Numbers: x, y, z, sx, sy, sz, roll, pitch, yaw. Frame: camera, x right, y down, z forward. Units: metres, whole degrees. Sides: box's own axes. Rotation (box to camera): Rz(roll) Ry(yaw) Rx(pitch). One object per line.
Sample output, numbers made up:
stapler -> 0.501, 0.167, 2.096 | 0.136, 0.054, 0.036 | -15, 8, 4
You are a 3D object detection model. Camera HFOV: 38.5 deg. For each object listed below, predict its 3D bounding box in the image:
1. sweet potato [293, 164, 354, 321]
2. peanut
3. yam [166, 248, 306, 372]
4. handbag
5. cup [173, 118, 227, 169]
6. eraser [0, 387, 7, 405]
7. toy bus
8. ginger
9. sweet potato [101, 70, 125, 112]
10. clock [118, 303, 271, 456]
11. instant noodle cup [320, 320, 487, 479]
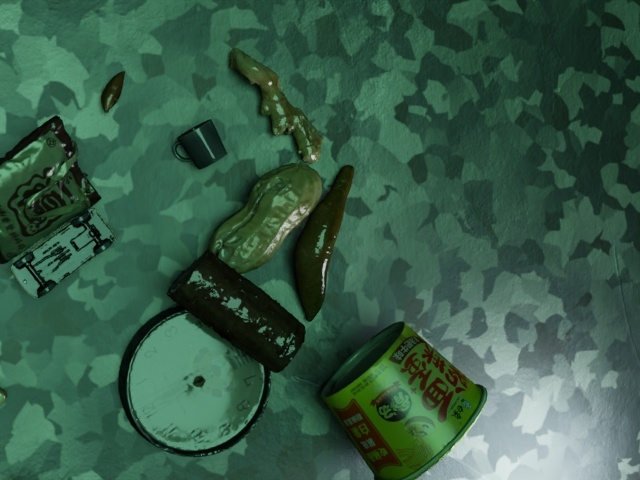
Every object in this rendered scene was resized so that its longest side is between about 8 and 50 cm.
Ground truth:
sweet potato -> -0.001, -0.004, 1.922 | 0.079, 0.108, 0.346 | 15, 84, 16
peanut -> -0.110, -0.046, 1.861 | 0.130, 0.130, 0.290 | 43, 77, -15
yam -> -0.158, 0.135, 1.784 | 0.279, 0.131, 0.131 | 38, 78, -17
handbag -> -0.541, -0.090, 1.697 | 0.235, 0.127, 0.213 | -40, 136, -22
cup -> -0.245, -0.187, 1.846 | 0.100, 0.078, 0.077 | -24, 105, 16
eraser -> -0.677, 0.321, 1.688 | 0.117, 0.058, 0.172 | 41, 77, -15
toy bus -> -0.490, 0.025, 1.742 | 0.194, 0.088, 0.083 | -39, 103, -18
ginger -> -0.093, -0.279, 1.903 | 0.089, 0.075, 0.288 | -44, 108, -10
sweet potato -> -0.408, -0.293, 1.802 | 0.034, 0.034, 0.095 | 27, 70, -18
clock -> -0.247, 0.280, 1.845 | 0.312, 0.061, 0.313 | 0, 90, -21
instant noodle cup -> 0.155, 0.326, 1.885 | 0.311, 0.311, 0.221 | -43, 94, -15
